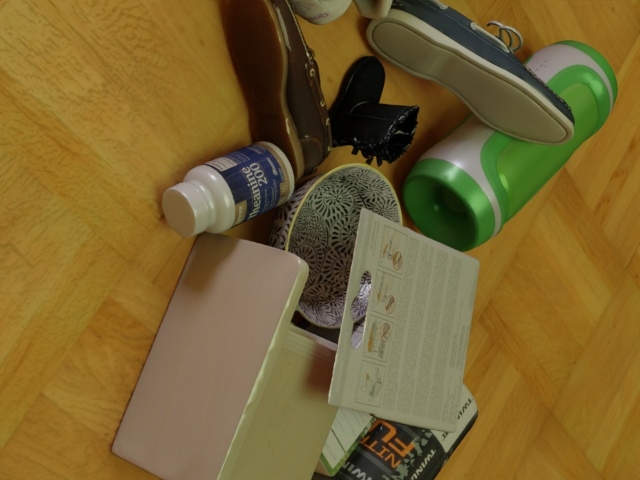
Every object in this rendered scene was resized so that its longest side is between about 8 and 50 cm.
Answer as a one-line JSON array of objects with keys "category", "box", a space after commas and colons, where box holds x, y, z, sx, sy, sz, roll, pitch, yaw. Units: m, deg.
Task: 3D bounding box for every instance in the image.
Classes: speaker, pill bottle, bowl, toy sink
[{"category": "speaker", "box": [0.227, -0.116, 1.355, 0.296, 0.131, 0.131, -42, 127, -30]}, {"category": "pill bottle", "box": [-0.088, -0.046, 1.096, 0.120, 0.067, 0.067, -27, 119, -38]}, {"category": "bowl", "box": [0.000, 0.000, 1.187, 0.170, 0.080, 0.170, -13, 109, -43]}, {"category": "pill bottle", "box": [0.058, 0.247, 1.275, 0.246, 0.130, 0.130, -50, 131, -25]}, {"category": "toy sink", "box": [-0.069, 0.130, 1.102, 0.131, 0.152, 0.234, 28, 79, -45]}]

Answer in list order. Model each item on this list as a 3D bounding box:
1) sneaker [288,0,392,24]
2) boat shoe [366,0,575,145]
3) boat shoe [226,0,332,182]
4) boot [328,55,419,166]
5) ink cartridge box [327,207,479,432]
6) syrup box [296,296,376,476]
[{"category": "sneaker", "box": [-0.017, -0.286, 1.069, 0.305, 0.114, 0.152, 5, 96, -46]}, {"category": "boat shoe", "box": [0.170, -0.190, 1.244, 0.254, 0.095, 0.079, 28, 60, -5]}, {"category": "boat shoe", "box": [-0.035, -0.158, 1.121, 0.073, 0.073, 0.207, -37, 131, -35]}, {"category": "boot", "box": [0.060, -0.136, 1.198, 0.045, 0.099, 0.121, 47, 67, -42]}, {"category": "ink cartridge box", "box": [0.071, 0.083, 1.139, 0.232, 0.066, 0.189, 20, 76, -47]}, {"category": "syrup box", "box": [0.031, 0.125, 1.239, 0.237, 0.096, 0.093, -50, 131, -27]}]
